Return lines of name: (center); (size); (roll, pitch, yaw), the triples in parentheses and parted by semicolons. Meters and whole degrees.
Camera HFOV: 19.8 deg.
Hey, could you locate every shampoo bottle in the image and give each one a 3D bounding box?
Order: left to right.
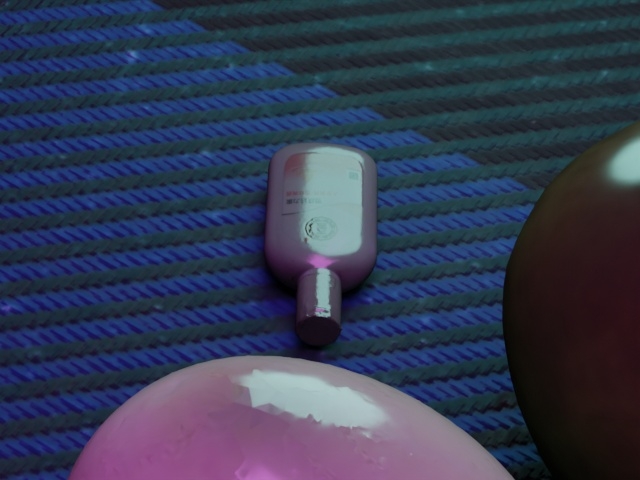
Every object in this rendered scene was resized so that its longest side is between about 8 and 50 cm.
shampoo bottle: (0.000, 0.000, 1.276); (0.080, 0.040, 0.165); (5, 47, -3)

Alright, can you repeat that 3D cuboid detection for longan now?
longan: (0.258, 0.058, 1.074); (0.319, 0.319, 0.319); (2, 48, -3)

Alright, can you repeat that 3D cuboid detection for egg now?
egg: (-0.002, 0.214, 0.892); (0.283, 0.345, 0.283); (-20, 18, 7)
